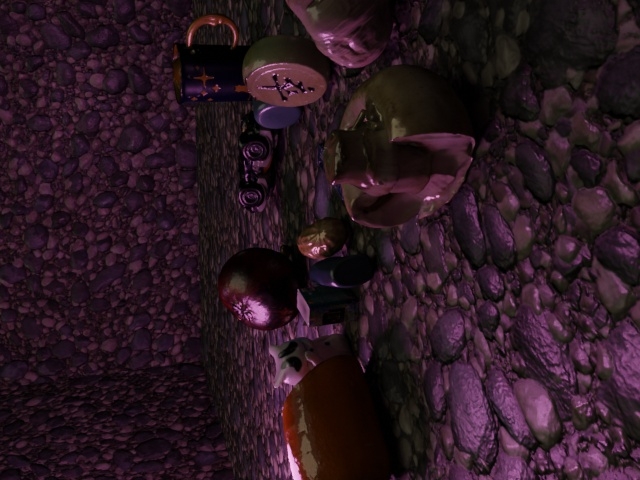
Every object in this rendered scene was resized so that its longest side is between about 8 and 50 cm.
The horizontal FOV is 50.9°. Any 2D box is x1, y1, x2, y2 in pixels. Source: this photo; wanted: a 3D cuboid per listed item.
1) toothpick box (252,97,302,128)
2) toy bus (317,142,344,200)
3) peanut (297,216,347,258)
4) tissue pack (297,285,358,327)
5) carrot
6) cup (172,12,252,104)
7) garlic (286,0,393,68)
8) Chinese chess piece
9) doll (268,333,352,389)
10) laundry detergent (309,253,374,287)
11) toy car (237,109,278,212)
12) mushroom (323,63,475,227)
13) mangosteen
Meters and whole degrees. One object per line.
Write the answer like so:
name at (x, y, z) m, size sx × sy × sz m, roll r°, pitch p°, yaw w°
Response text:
toothpick box at (-0.114, -0.384, 1.680) m, size 0.120 × 0.121 × 0.184 m, roll 123°, pitch 141°, yaw -63°
toy bus at (0.038, -0.146, 1.388) m, size 0.166 × 0.047 × 0.065 m, roll -120°, pitch 26°, yaw -51°
peanut at (0.000, 0.000, 1.476) m, size 0.083 × 0.093 × 0.194 m, roll 57°, pitch 158°, yaw -2°
tissue pack at (0.014, 0.146, 1.434) m, size 0.085 × 0.111 × 0.079 m, roll -126°, pitch 34°, yaw -58°
carrot at (0.031, 0.419, 1.311) m, size 0.214 × 0.193 × 0.331 m, roll -35°, pitch 56°, yaw 22°
cup at (-0.288, -0.508, 1.951) m, size 0.255 × 0.257 × 0.178 m, roll 128°, pitch 134°, yaw -66°
garlic at (0.061, -0.411, 1.103) m, size 0.212 × 0.219 × 0.218 m, roll -34°, pitch 52°, yaw 23°
Chinese chess piece at (-0.073, -0.358, 1.437) m, size 0.188 × 0.189 × 0.083 m, roll 130°, pitch 144°, yaw -66°
doll at (-0.013, 0.262, 1.466) m, size 0.107 × 0.181 × 0.110 m, roll -55°, pitch 41°, yaw 45°
laundry detergent at (0.033, 0.065, 1.376) m, size 0.061 × 0.097 × 0.206 m, roll 69°, pitch 162°, yaw -3°
toy car at (-0.186, -0.227, 1.950) m, size 0.193 × 0.118 × 0.301 m, roll -106°, pitch 18°, yaw -55°
mushroom at (0.094, -0.148, 0.973) m, size 0.253 × 0.195 × 0.188 m, roll 114°, pitch 150°, yaw -51°
mangosteen at (-0.142, 0.107, 1.803) m, size 0.261 × 0.236 × 0.235 m, roll -53°, pitch -15°, yaw -42°
